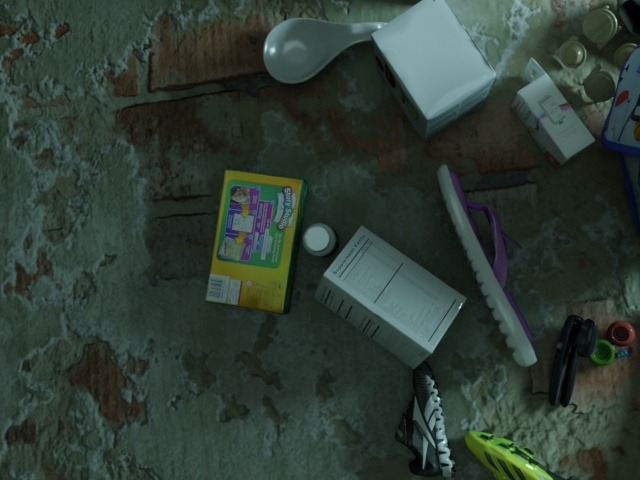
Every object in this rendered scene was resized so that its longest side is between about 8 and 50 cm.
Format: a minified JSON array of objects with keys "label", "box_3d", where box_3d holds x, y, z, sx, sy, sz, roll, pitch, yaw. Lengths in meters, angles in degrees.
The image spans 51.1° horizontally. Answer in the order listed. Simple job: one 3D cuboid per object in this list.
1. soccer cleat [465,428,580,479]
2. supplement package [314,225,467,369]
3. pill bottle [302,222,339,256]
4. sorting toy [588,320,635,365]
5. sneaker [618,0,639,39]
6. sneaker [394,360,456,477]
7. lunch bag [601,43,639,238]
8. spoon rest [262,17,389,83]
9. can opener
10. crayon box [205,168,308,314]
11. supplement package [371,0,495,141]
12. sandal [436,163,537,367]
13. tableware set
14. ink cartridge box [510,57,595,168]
[{"label":"soccer cleat","box_3d":[0.394,0.470,1.275,0.289,0.093,0.121,31,98,9]},{"label":"supplement package","box_3d":[0.130,0.110,1.288,0.244,0.134,0.139,36,66,8]},{"label":"pill bottle","box_3d":[0.000,0.000,1.338,0.067,0.120,0.067,0,86,7]},{"label":"sorting toy","box_3d":[0.567,0.203,1.296,0.102,0.042,0.061,-48,66,15]},{"label":"sneaker","box_3d":[0.639,-0.376,1.259,0.229,0.132,0.086,51,126,13]},{"label":"sneaker","box_3d":[0.194,0.356,1.314,0.106,0.078,0.234,-11,88,5]},{"label":"lunch bag","box_3d":[0.643,-0.153,1.116,0.238,0.328,0.386,-18,103,4]},{"label":"spoon rest","box_3d":[0.014,-0.404,1.378,0.276,0.084,0.137,-9,85,6]},{"label":"can opener","box_3d":[0.478,0.233,1.294,0.059,0.073,0.186,16,98,0]},{"label":"crayon box","box_3d":[-0.128,0.002,1.375,0.165,0.081,0.279,8,88,8]},{"label":"supplement package","box_3d":[0.212,-0.325,1.286,0.149,0.203,0.194,-32,83,5]},{"label":"sandal","box_3d":[0.334,0.036,1.275,0.102,0.169,0.416,-24,96,9]},{"label":"tableware set","box_3d":[0.539,-0.355,1.289,0.020,0.141,0.169,-35,85,-37]},{"label":"ink cartridge box","box_3d":[0.434,-0.244,1.296,0.067,0.115,0.198,-33,82,5]}]
